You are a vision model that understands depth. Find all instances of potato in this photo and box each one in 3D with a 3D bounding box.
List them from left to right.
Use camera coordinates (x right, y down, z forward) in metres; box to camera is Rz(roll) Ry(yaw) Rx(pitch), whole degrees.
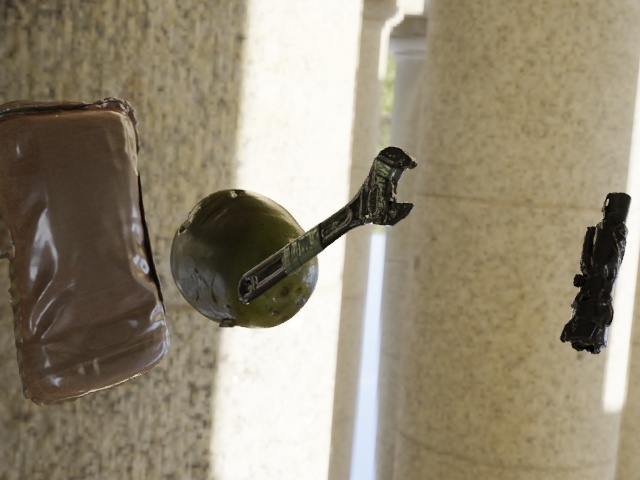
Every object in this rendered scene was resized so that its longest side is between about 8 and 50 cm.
[{"bbox_3d":[-0.113,0.027,1.387,0.148,0.197,0.228,-2,-144,-37],"label":"potato"}]

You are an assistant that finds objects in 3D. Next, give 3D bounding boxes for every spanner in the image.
[{"bbox_3d":[0.000,0.000,1.158,0.024,0.087,0.315,15,142,-39],"label":"spanner"}]

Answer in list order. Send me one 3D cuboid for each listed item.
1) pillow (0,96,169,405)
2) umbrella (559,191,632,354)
[{"bbox_3d":[-0.169,0.006,0.712,0.034,0.211,0.135,-2,-173,39],"label":"pillow"},{"bbox_3d":[0.394,0.042,1.414,0.066,0.236,0.059,30,161,-33],"label":"umbrella"}]
